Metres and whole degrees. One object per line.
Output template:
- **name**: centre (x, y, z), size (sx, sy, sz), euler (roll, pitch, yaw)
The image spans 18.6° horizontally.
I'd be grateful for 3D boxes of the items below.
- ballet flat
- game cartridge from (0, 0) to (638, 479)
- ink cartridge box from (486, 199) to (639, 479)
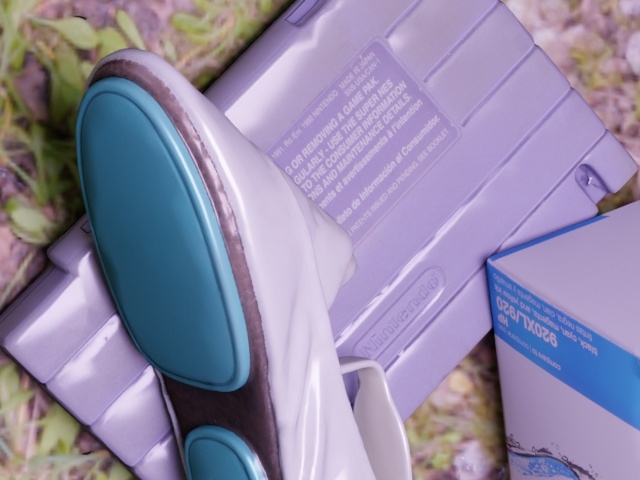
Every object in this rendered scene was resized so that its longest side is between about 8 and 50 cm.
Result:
- **ballet flat**: centre (-0.027, 0.068, 1.085), size (0.139, 0.139, 0.400), euler (-21, 110, -17)
- **game cartridge**: centre (0.000, 0.000, 1.169), size (0.355, 0.068, 0.230), euler (-46, 107, -8)
- **ink cartridge box**: centre (0.222, 0.114, 1.182), size (0.171, 0.168, 0.233), euler (-20, 118, -23)
